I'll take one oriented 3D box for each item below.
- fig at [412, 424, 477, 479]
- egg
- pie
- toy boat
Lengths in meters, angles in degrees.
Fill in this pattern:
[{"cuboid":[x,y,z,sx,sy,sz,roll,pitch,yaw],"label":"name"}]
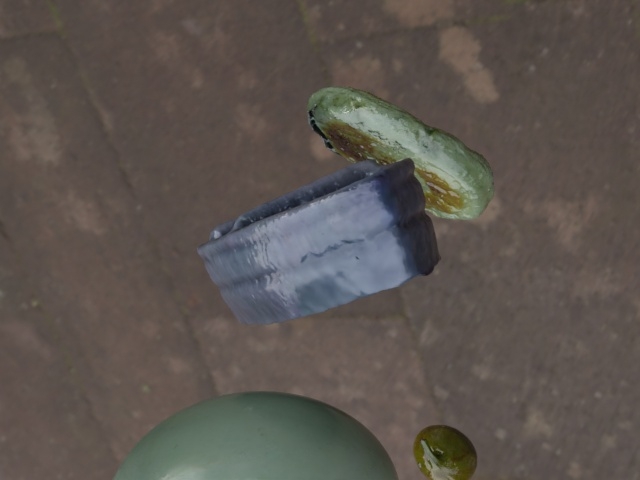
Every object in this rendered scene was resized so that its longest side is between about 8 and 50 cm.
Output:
[{"cuboid":[0.157,0.280,1.756,0.082,0.098,0.084,-17,89,20],"label":"fig"},{"cuboid":[-0.043,0.166,0.828,0.192,0.149,0.149,-22,110,23],"label":"egg"},{"cuboid":[0.089,-0.098,1.534,0.240,0.054,0.240,31,170,6],"label":"pie"},{"cuboid":[0.000,0.000,0.882,0.078,0.127,0.283,69,163,-2],"label":"toy boat"}]
